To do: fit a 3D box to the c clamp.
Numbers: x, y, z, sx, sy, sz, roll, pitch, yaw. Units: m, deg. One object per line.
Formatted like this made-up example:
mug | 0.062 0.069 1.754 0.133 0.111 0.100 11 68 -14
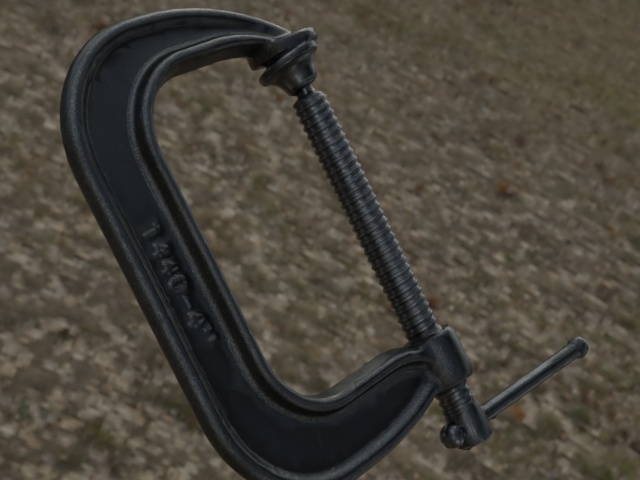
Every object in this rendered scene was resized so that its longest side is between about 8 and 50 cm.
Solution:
c clamp | 0.000 0.000 0.366 0.137 0.022 0.160 -36 98 -40
